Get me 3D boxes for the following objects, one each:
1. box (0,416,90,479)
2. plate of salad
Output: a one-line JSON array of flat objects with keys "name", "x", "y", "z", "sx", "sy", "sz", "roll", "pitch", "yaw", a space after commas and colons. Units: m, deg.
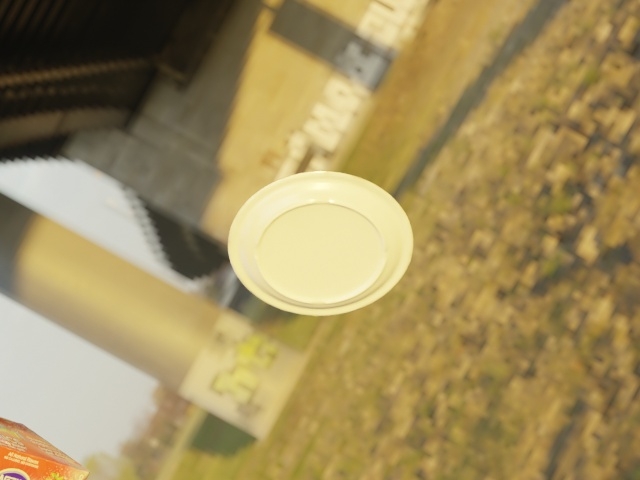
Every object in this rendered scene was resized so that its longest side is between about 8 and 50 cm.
[{"name": "box", "x": -0.369, "y": 0.234, "z": 1.845, "sx": 0.257, "sy": 0.122, "sz": 0.128, "roll": 29, "pitch": -89, "yaw": -54}, {"name": "plate of salad", "x": 0.000, "y": 0.000, "z": 2.011, "sx": 0.048, "sy": 0.200, "sz": 0.200, "roll": -92, "pitch": 25, "yaw": -50}]
